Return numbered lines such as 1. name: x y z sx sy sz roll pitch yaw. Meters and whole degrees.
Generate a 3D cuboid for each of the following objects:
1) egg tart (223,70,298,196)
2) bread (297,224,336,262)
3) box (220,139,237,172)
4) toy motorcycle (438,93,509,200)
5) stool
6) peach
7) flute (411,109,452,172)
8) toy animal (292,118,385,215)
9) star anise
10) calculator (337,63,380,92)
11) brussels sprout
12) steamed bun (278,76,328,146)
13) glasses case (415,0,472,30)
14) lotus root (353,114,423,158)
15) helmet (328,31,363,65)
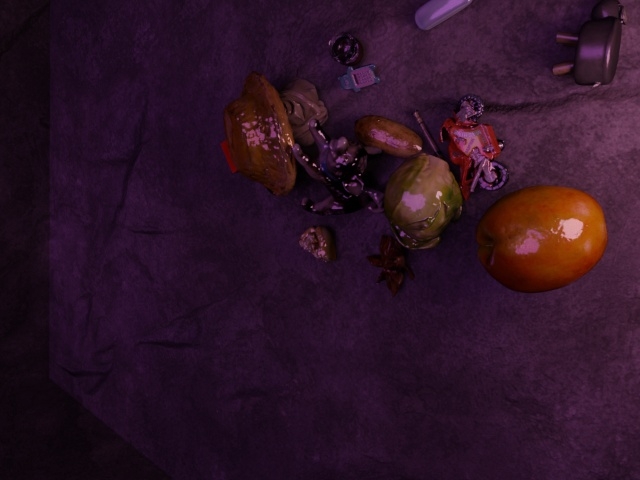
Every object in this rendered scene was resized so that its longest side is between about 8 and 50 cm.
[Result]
1. egg tart: -0.221 -0.350 1.664 0.443 0.178 0.442 164 90 -73
2. bread: 0.005 0.002 1.797 0.156 0.103 0.110 34 105 17
3. box: -0.286 -0.379 1.930 0.245 0.035 0.138 -25 88 34
4. toy motorcycle: 0.449 -0.277 1.445 0.171 0.089 0.297 -19 91 36
5. stool: 0.683 -0.490 1.227 0.140 0.153 0.227 12 64 34
6. peach: 0.594 -0.009 1.296 0.333 0.308 0.307 -18 91 4
7. flute: 0.353 -0.310 1.538 0.027 0.027 0.232 -31 84 34
8. toy animal: 0.090 -0.216 1.580 0.303 0.194 0.344 17 154 15
9. star anise: 0.240 0.075 1.649 0.196 0.111 0.212 46 154 38
10. calculator: 0.125 -0.541 1.615 0.141 0.019 0.094 -6 129 29
11. brussels sprout: 0.312 -0.115 1.471 0.227 0.259 0.294 13 89 20
12. steamed bun: -0.092 -0.454 1.722 0.211 0.144 0.218 44 121 17
13. glasses case: 0.364 -0.692 1.433 0.179 0.045 0.067 -22 88 35
14. lotus root: 0.217 -0.339 1.581 0.259 0.097 0.110 25 110 22
15. helmet: 0.092 -0.630 1.608 0.123 0.070 0.098 45 114 27
